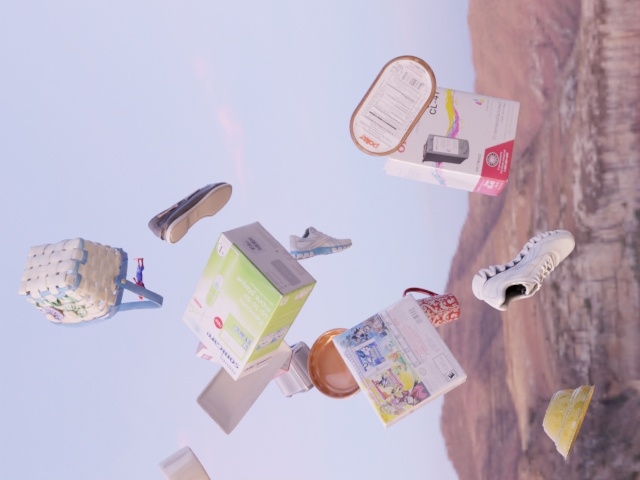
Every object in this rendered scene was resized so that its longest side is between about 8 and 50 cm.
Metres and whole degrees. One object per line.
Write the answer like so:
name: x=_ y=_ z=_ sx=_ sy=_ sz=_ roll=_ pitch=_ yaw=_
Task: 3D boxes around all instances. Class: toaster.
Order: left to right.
toaster: x=-0.081 y=0.438 z=2.688 sx=0.129 sy=0.227 sz=0.146 roll=-38 pitch=-86 yaw=-35

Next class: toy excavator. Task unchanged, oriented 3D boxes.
toy excavator: x=-0.274 y=0.695 z=1.897 sx=0.445 sy=0.222 sz=0.433 roll=59 pitch=160 yaw=-2

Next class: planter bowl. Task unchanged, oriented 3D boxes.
planter bowl: x=0.661 y=0.474 z=2.133 sx=0.217 sy=0.090 sz=0.217 roll=-48 pitch=-31 yaw=-41

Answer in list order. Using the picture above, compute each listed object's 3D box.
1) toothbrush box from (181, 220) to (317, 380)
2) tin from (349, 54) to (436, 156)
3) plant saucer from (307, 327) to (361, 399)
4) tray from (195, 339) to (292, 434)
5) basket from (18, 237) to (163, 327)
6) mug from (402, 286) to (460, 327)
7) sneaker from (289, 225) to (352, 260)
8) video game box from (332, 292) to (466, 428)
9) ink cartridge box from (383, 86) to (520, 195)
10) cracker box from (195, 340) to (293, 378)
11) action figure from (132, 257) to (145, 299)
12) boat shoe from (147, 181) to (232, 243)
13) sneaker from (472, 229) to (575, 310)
toothbrush box: x=-0.164 y=0.134 z=1.752 sx=0.122 sy=0.206 sz=0.283 roll=-21 pitch=-31 yaw=-47
tin: x=0.124 y=-0.233 z=1.368 sx=0.190 sy=0.106 sz=0.040 roll=-57 pitch=-3 yaw=11
plant saucer: x=0.058 y=0.348 z=2.227 sx=0.037 sy=0.199 sz=0.200 roll=21 pitch=-114 yaw=-61
tray: x=-0.189 y=0.326 z=1.929 sx=0.270 sy=0.030 sz=0.145 roll=-51 pitch=-55 yaw=-25
basket: x=-0.560 y=0.116 z=1.908 sx=0.289 sy=0.254 sz=0.201 roll=31 pitch=-125 yaw=-51
mug: x=0.350 y=0.214 z=2.530 sx=0.113 sy=0.169 sz=0.150 roll=-23 pitch=80 yaw=65
sneaker: x=0.000 y=0.000 z=2.065 sx=0.190 sy=0.071 sz=0.083 roll=-9 pitch=-97 yaw=-34
video game box: x=0.153 y=0.235 z=1.546 sx=0.205 sy=0.187 sz=0.048 roll=58 pitch=170 yaw=27
ink cartridge box: x=0.332 y=-0.259 z=2.005 sx=0.131 sy=0.306 sz=0.226 roll=95 pitch=-174 yaw=-78
cracker box: x=-0.209 y=0.307 z=2.144 sx=0.155 sy=0.232 sz=0.067 roll=137 pitch=151 yaw=-62
action figure: x=-0.497 y=0.106 z=2.162 sx=0.038 sy=0.030 sz=0.115 roll=3 pitch=-100 yaw=-79
boat shoe: x=-0.405 y=-0.108 z=2.477 sx=0.335 sy=0.095 sz=0.112 roll=-44 pitch=-27 yaw=-45
sneaker: x=0.533 y=0.080 z=1.996 sx=0.110 sy=0.292 sz=0.118 roll=60 pitch=174 yaw=-31
